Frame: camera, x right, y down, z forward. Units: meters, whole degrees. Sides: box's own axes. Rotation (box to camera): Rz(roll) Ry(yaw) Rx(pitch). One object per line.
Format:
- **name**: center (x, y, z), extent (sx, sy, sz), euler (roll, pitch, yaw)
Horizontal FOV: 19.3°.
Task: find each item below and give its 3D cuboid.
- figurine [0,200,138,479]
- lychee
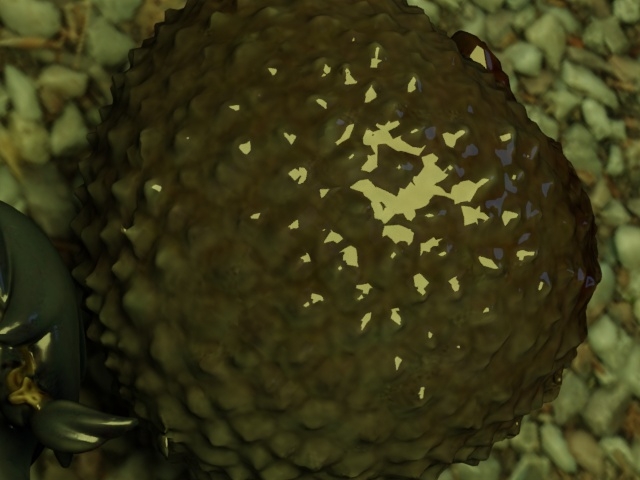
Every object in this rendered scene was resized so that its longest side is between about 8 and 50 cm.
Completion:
- **figurine**: center (-0.202, 0.098, 0.922), extent (0.175, 0.197, 0.265), euler (22, 61, -15)
- **lychee**: center (0.000, -0.002, 1.023), extent (0.300, 0.300, 0.300), euler (9, 69, -23)
